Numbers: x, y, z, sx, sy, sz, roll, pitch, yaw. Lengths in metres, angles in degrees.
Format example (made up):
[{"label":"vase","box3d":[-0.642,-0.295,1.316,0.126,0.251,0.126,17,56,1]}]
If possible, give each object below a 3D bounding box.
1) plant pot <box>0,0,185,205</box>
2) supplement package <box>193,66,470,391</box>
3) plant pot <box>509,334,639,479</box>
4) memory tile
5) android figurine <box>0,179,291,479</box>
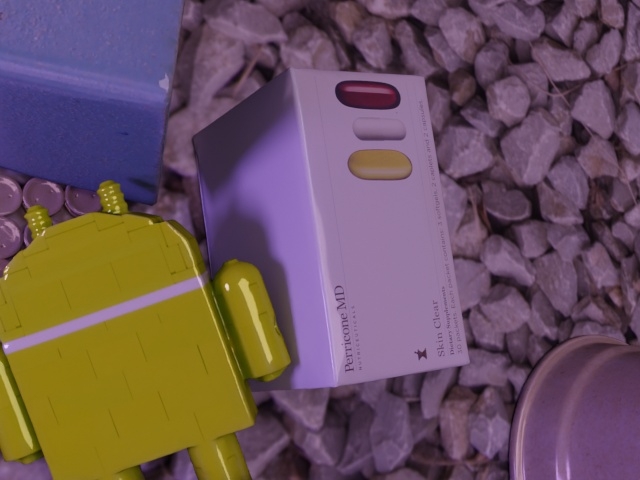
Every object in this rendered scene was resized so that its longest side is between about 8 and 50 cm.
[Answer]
[{"label":"plant pot","box3d":[-0.233,-0.192,0.647,0.252,0.248,0.247,8,75,-12]},{"label":"supplement package","box3d":[0.000,0.000,0.766,0.145,0.204,0.261,-4,82,-33]},{"label":"plant pot","box3d":[0.441,0.258,0.929,0.334,0.305,0.333,8,75,-31]},{"label":"memory tile","box3d":[-0.259,-0.002,0.717,0.148,0.012,0.113,1,79,-33]},{"label":"android figurine","box3d":[-0.157,0.090,0.666,0.248,0.056,0.272,-21,92,2]}]
